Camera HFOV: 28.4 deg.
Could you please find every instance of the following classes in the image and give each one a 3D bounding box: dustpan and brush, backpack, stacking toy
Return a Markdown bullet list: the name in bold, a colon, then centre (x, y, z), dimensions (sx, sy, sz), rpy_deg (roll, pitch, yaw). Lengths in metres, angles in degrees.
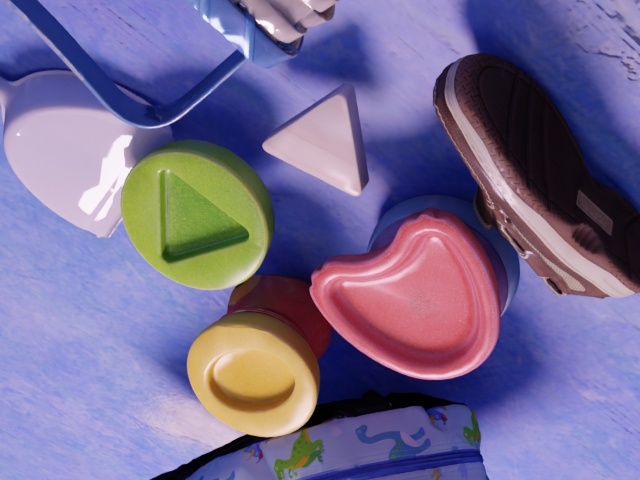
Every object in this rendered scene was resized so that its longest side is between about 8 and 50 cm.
- **dustpan and brush**: centre (-0.240, -0.104, 1.064), dimensions (0.211, 0.060, 0.147), rpy_deg (26, 129, -19)
- **backpack**: centre (0.017, 0.266, 1.227), dimensions (0.290, 0.273, 0.355), rpy_deg (8, 140, -36)
- **stacking toy**: centre (0.000, 0.000, 1.072), dimensions (0.309, 0.130, 0.279), rpy_deg (-19, 111, 29)

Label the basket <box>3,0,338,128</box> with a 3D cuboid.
- **basket**: centre (-0.092, -0.217, 0.743), dimensions (0.289, 0.201, 0.255), rpy_deg (-29, 123, 31)

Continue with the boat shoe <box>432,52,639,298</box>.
- **boat shoe**: centre (0.151, -0.034, 0.954), dimensions (0.095, 0.095, 0.257), rpy_deg (-14, 132, 42)
